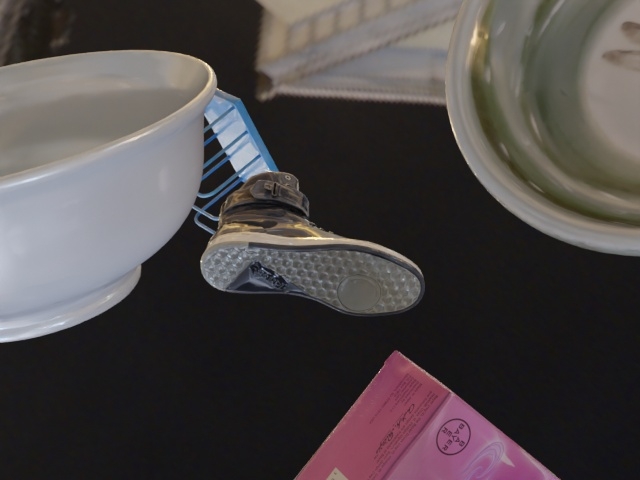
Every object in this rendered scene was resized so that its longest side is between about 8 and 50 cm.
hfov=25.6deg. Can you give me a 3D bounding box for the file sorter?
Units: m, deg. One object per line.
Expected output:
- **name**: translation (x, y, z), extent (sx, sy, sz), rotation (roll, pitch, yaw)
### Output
- **file sorter**: translation (-0.135, -0.098, 1.792), extent (0.104, 0.170, 0.118), rotation (-40, -143, -16)

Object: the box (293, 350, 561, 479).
- **box**: translation (0.107, 0.266, 1.316), extent (0.213, 0.243, 0.117), rotation (-51, -151, -3)

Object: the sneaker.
- **sneaker**: translation (0.000, -0.002, 1.469), extent (0.163, 0.226, 0.086), rotation (-79, 180, -61)

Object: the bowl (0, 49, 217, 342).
- **bowl**: translation (-0.203, -0.021, 0.942), extent (0.298, 0.134, 0.298), rotation (-10, -159, 4)

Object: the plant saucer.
- **plant saucer**: translation (0.304, -0.152, 1.157), extent (0.401, 0.100, 0.400), rotation (-14, -123, 23)
